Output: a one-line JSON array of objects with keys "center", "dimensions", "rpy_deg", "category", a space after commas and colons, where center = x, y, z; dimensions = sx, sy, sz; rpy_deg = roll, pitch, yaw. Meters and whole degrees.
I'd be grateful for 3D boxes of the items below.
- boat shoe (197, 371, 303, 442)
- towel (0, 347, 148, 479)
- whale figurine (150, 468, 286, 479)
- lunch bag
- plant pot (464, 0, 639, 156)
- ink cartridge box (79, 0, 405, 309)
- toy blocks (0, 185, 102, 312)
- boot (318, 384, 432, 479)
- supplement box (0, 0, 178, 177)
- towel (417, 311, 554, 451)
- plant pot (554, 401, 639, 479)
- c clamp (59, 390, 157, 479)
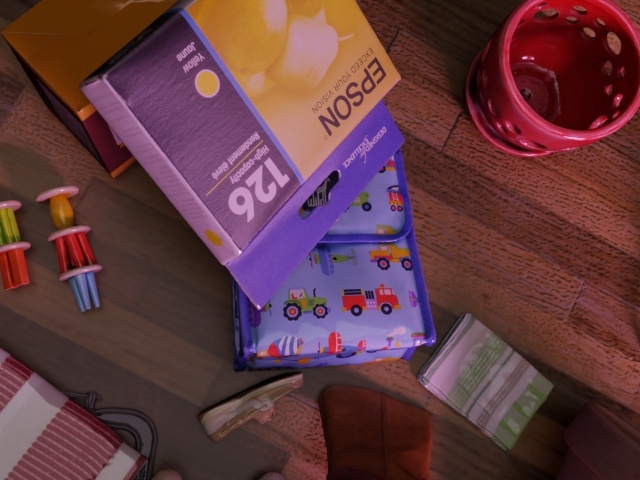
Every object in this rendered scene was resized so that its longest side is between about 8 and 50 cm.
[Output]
[{"center": [-0.078, 0.199, 1.068], "dimensions": [0.135, 0.050, 0.045], "rpy_deg": [-24, 89, -2], "category": "boat shoe"}, {"center": [-0.393, 0.242, 0.983], "dimensions": [0.329, 0.037, 0.237], "rpy_deg": [38, 71, -6], "category": "towel"}, {"center": [-0.150, 0.360, 1.004], "dimensions": [0.272, 0.141, 0.216], "rpy_deg": [-21, 90, -36], "category": "whale figurine"}, {"center": [0.000, 0.000, 1.080], "dimensions": [0.221, 0.138, 0.293], "rpy_deg": [-3, 73, -10], "category": "lunch bag"}, {"center": [0.286, -0.198, 1.122], "dimensions": [0.191, 0.174, 0.191], "rpy_deg": [2, 81, -9], "category": "plant pot"}, {"center": [-0.045, -0.136, 0.946], "dimensions": [0.303, 0.072, 0.307], "rpy_deg": [-50, 116, -27], "category": "ink cartridge box"}, {"center": [-0.327, 0.021, 1.048], "dimensions": [0.123, 0.054, 0.148], "rpy_deg": [-16, 85, -12], "category": "toy blocks"}, {"center": [0.119, 0.285, 0.992], "dimensions": [0.264, 0.280, 0.096], "rpy_deg": [13, 111, -3], "category": "boot"}, {"center": [-0.223, -0.206, 1.019], "dimensions": [0.191, 0.194, 0.129], "rpy_deg": [-42, 80, -13], "category": "supplement box"}, {"center": [0.212, 0.179, 1.130], "dimensions": [0.152, 0.023, 0.113], "rpy_deg": [39, 78, -2], "category": "towel"}, {"center": [0.350, 0.355, 1.029], "dimensions": [0.263, 0.263, 0.229], "rpy_deg": [37, 94, -3], "category": "plant pot"}, {"center": [-0.263, 0.256, 1.043], "dimensions": [0.137, 0.022, 0.160], "rpy_deg": [5, 79, -14], "category": "c clamp"}]
